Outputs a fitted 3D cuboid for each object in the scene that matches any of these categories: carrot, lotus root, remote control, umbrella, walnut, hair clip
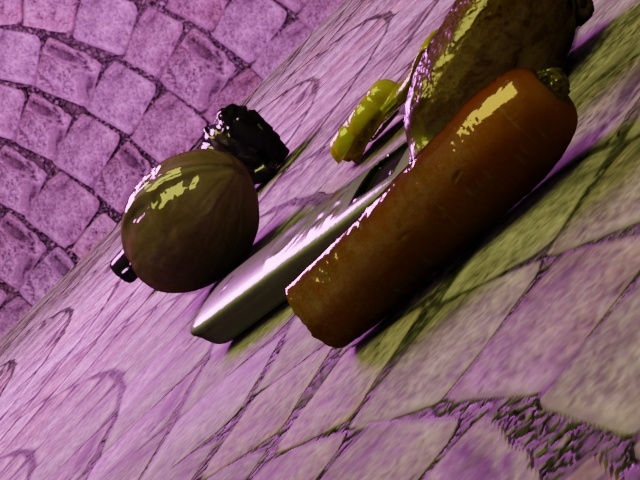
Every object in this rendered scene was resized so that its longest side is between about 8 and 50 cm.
[{"bbox_3d":[0.072,-0.022,1.038,0.225,0.067,0.067,-43,9,24],"label":"carrot"},{"bbox_3d":[0.112,-0.121,1.223,0.190,0.094,0.108,-51,-25,-10],"label":"lotus root"},{"bbox_3d":[-0.001,0.000,1.357,0.309,0.038,0.090,-36,13,43],"label":"remote control"},{"bbox_3d":[-0.163,-0.051,2.122,0.272,0.110,0.122,-44,43,12],"label":"umbrella"},{"bbox_3d":[-0.134,-0.021,1.747,0.162,0.140,0.140,-32,13,16],"label":"walnut"},{"bbox_3d":[0.065,-0.130,1.614,0.173,0.046,0.072,-41,6,38],"label":"hair clip"}]
